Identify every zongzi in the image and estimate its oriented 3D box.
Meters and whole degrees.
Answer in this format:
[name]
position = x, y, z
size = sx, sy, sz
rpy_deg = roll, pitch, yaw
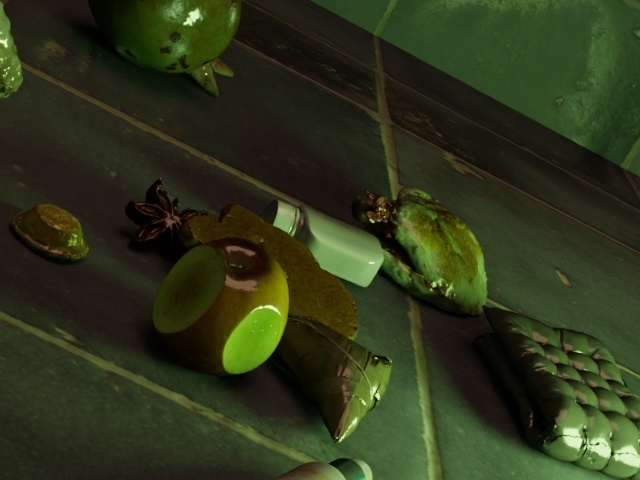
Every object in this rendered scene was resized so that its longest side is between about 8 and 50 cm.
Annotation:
[zongzi]
position = -0.021, 0.162, 1.726
size = 0.189, 0.081, 0.178
rpy_deg = 28, 28, 12

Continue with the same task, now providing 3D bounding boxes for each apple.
[apple]
position = -0.116, 0.073, 1.682
size = 0.163, 0.147, 0.146
rpy_deg = 6, 30, -47

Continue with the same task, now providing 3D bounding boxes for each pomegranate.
[pomegranate]
position = -0.283, -0.405, 2.563
size = 0.290, 0.323, 0.291
rpy_deg = 4, 46, -5

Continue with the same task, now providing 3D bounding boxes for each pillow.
[pillow]
position = 0.371, 0.227, 2.093
size = 0.228, 0.101, 0.326
rpy_deg = 19, 20, -22

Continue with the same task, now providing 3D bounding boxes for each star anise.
[star anise]
position = -0.185, -0.012, 1.932
size = 0.190, 0.070, 0.097
rpy_deg = 20, 49, -31

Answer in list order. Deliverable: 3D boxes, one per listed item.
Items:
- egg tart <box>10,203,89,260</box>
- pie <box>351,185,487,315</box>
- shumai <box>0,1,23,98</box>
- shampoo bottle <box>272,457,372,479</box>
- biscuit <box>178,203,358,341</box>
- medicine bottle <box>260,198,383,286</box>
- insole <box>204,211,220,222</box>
[egg tart]
position = -0.330, -0.014, 1.757
size = 0.105, 0.039, 0.105
rpy_deg = 25, 21, -10
[pie]
position = 0.182, 0.022, 2.349
size = 0.257, 0.105, 0.274
rpy_deg = 52, 28, 16
[shumai]
position = -0.519, -0.238, 1.696
size = 0.267, 0.262, 0.314
rpy_deg = 60, -21, -9
[shampoo bottle]
position = -0.001, 0.264, 1.484
size = 0.074, 0.074, 0.192
rpy_deg = 36, 20, 17
[biscuit]
position = -0.070, 0.055, 1.913
size = 0.290, 0.041, 0.208
rpy_deg = 31, 31, -21
[medicine bottle]
position = 0.000, 0.000, 2.154
size = 0.183, 0.069, 0.119
rpy_deg = 24, 21, -22
[insole]
position = -0.120, -0.003, 2.089
size = 0.135, 0.002, 0.045
rpy_deg = 40, 22, 25
